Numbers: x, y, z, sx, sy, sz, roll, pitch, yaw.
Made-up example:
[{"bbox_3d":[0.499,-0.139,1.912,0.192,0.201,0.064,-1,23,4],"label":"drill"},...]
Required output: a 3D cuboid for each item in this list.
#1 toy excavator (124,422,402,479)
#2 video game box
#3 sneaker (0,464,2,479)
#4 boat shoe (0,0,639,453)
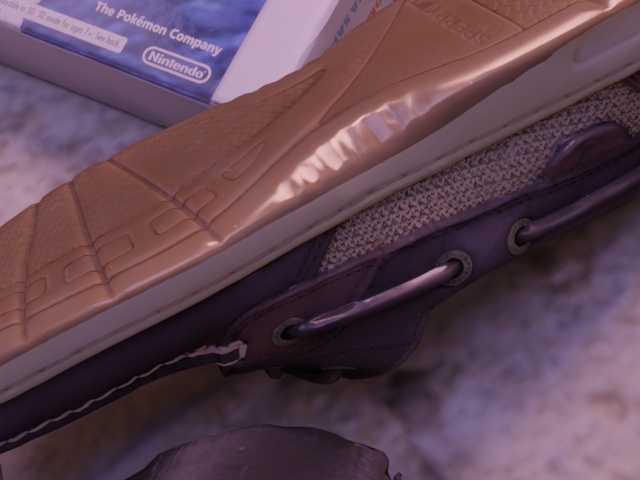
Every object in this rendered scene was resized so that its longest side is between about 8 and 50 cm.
[{"bbox_3d":[0.122,0.198,0.243,0.445,0.222,0.433,31,107,1],"label":"toy excavator"},{"bbox_3d":[-0.054,-0.142,0.583,0.205,0.048,0.187,22,72,23],"label":"video game box"},{"bbox_3d":[-0.021,0.117,0.434,0.228,0.087,0.092,6,66,16],"label":"sneaker"},{"bbox_3d":[0.000,0.000,0.472,0.285,0.092,0.103,-31,27,-5],"label":"boat shoe"}]
